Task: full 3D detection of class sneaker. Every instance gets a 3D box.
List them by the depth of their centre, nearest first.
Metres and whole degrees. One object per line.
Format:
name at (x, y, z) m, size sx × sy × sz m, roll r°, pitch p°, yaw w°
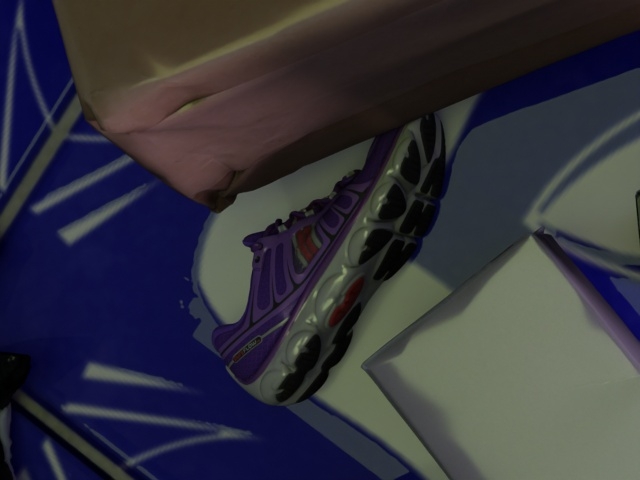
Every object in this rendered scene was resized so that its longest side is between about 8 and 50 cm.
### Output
sneaker at (0.000, 0.000, 0.650) m, size 0.071 × 0.068 × 0.170 m, roll 36°, pitch 96°, yaw 23°

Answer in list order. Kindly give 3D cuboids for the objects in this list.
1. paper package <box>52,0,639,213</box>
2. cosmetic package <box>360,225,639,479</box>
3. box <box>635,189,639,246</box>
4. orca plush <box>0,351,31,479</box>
paper package at (0.021, -0.225, 0.568) m, size 0.309 × 0.168 × 0.325 m, roll -21°, pitch 76°, yaw 12°
cosmetic package at (0.134, 0.114, 0.584) m, size 0.107 × 0.127 × 0.238 m, roll -42°, pitch 79°, yaw 10°
box at (0.207, -0.002, 0.509) m, size 0.159 × 0.233 × 0.044 m, roll -6°, pitch 89°, yaw 14°
orca plush at (-0.175, 0.202, 0.672) m, size 0.151 × 0.102 × 0.287 m, roll 5°, pitch 91°, yaw 14°
